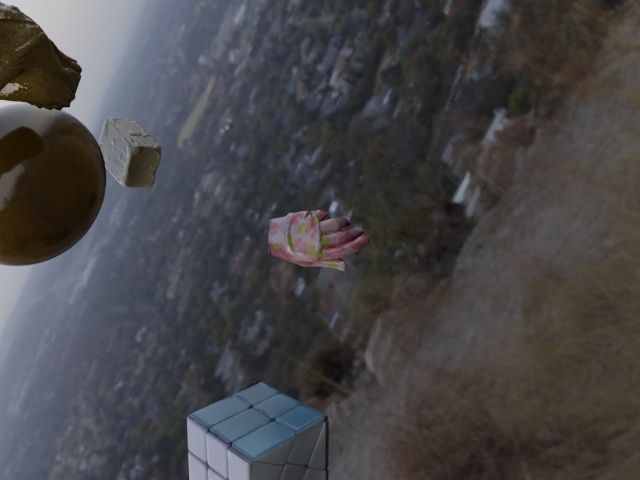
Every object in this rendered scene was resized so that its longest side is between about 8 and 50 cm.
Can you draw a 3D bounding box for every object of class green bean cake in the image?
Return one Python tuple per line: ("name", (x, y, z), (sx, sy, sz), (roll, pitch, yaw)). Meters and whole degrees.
("green bean cake", (-0.446, -0.205, 1.844), (0.179, 0.085, 0.109), (42, 122, 43))

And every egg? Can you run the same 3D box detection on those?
("egg", (-0.542, -0.107, 1.458), (0.282, 0.282, 0.351), (-59, 14, 28))

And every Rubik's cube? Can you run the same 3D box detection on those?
("Rubik's cube", (-0.135, 0.471, 1.701), (0.224, 0.231, 0.221), (18, 116, 41))

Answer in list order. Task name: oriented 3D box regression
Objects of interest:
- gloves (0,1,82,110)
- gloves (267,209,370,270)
("gloves", (-0.515, -0.289, 1.188), (0.356, 0.203, 0.155), (-6, -65, -67))
("gloves", (-0.001, -0.002, 1.931), (0.126, 0.241, 0.145), (42, -132, -81))
